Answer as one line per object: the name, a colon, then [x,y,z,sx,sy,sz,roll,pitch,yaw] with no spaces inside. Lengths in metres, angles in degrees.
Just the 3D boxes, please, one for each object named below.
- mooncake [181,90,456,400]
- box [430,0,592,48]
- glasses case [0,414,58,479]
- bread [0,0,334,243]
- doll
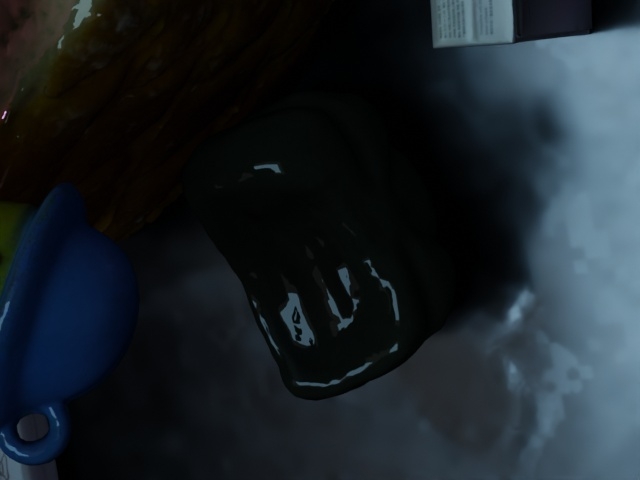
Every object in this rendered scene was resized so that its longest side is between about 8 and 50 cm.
mooncake: [0.000,0.000,0.936,0.104,0.175,0.168,-20,47,32]
box: [0.103,-0.171,0.875,0.051,0.129,0.130,1,99,26]
glasses case: [-0.225,0.146,1.140,0.074,0.049,0.193,-7,94,28]
bread: [-0.172,-0.117,0.942,0.207,0.279,0.279,48,113,11]
doll: [-0.222,-0.051,0.740,0.199,0.145,0.363,-35,86,0]
